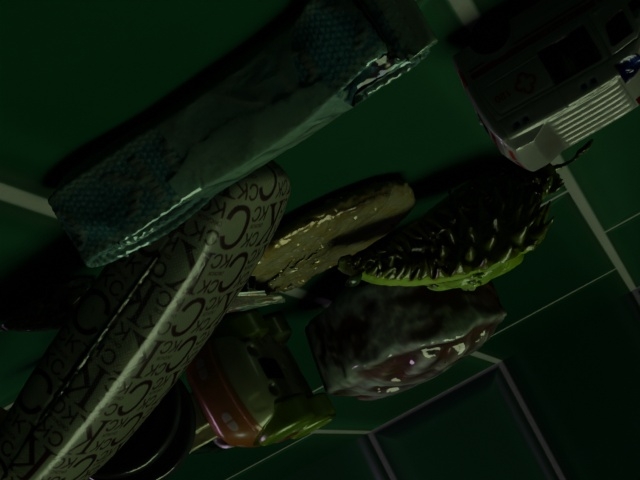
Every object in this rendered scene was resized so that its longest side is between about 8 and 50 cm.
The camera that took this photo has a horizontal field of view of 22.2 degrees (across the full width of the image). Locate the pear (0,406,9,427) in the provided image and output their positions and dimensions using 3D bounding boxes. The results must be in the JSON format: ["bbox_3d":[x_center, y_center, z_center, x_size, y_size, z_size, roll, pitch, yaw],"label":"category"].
[{"bbox_3d":[-0.423,0.274,1.411,0.386,0.191,0.340,-55,161,3],"label":"pear"}]

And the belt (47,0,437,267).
[{"bbox_3d":[-0.057,-0.079,1.103,0.302,0.072,0.087,-33,169,22],"label":"belt"}]

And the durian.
[{"bbox_3d":[0.165,-0.011,1.707,0.375,0.106,0.132,-26,169,-36],"label":"durian"}]

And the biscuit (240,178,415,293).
[{"bbox_3d":[0.001,0.001,1.637,0.220,0.033,0.220,-27,167,-7],"label":"biscuit"}]

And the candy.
[{"bbox_3d":[0.097,0.094,1.930,0.214,0.157,0.289,-16,169,-26],"label":"candy"}]

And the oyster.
[{"bbox_3d":[-0.230,0.068,1.414,0.100,0.037,0.098,-23,166,-20],"label":"oyster"}]

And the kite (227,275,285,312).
[{"bbox_3d":[-0.092,0.056,1.598,0.127,0.016,0.229,-11,173,-7],"label":"kite"}]

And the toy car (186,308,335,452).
[{"bbox_3d":[-0.117,0.193,1.896,0.235,0.145,0.235,-28,169,-6],"label":"toy car"}]

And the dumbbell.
[{"bbox_3d":[-0.205,0.179,1.665,0.143,0.143,0.325,-26,168,-4],"label":"dumbbell"}]

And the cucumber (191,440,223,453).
[{"bbox_3d":[-0.176,0.261,2.254,0.115,0.063,0.244,-31,166,12],"label":"cucumber"}]

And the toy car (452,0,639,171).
[{"bbox_3d":[0.212,-0.147,1.263,0.210,0.108,0.089,-31,148,12],"label":"toy car"}]

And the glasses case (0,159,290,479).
[{"bbox_3d":[-0.147,0.074,1.307,0.354,0.085,0.137,-54,164,14],"label":"glasses case"}]
